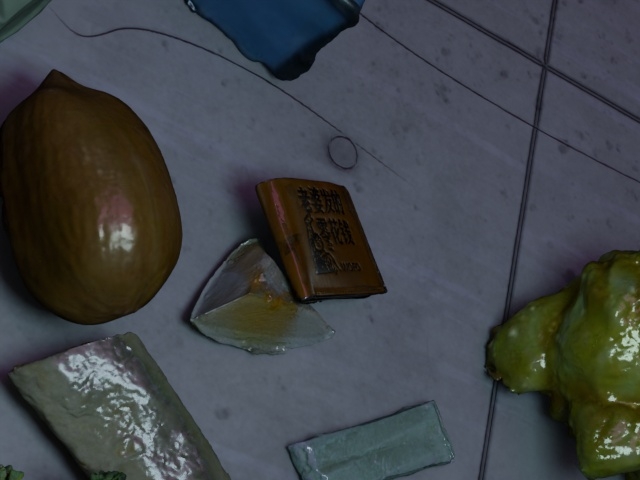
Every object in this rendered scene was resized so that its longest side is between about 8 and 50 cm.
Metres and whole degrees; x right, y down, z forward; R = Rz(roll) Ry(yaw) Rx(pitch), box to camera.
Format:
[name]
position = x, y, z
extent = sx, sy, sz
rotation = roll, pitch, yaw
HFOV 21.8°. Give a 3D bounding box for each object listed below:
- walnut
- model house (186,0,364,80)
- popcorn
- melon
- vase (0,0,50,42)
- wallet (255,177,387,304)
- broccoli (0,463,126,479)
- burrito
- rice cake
[walnut]
position = -0.255, -0.053, 1.828
extent = 0.203, 0.203, 0.297
rotation = 0, 69, -35
[model house]
position = -0.034, -0.393, 2.109
extent = 0.237, 0.215, 0.303
rotation = 39, 50, -16
[popcorn]
position = 0.411, 0.175, 2.149
extent = 0.321, 0.290, 0.325
rotation = 47, 34, -8
[melon]
position = -0.063, 0.058, 1.985
extent = 0.202, 0.093, 0.139
rotation = 13, 57, -38
[vase]
position = -0.449, -0.389, 1.858
extent = 0.360, 0.165, 0.165
rotation = 50, 52, -3
[wallet]
position = 0.002, -0.002, 2.025
extent = 0.195, 0.042, 0.161
rotation = 3, 61, -61
[broccoli]
position = -0.321, 0.301, 1.612
extent = 0.375, 0.249, 0.301
rotation = -15, 84, -32
[burrito]
position = -0.200, 0.217, 1.821
extent = 0.143, 0.105, 0.299
rotation = -42, 100, -34
[rice cake]
position = 0.066, 0.257, 2.026
extent = 0.226, 0.040, 0.085
rotation = -11, 80, -37
